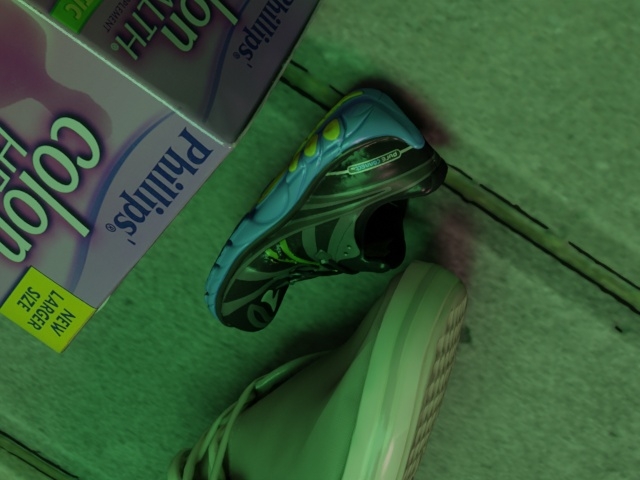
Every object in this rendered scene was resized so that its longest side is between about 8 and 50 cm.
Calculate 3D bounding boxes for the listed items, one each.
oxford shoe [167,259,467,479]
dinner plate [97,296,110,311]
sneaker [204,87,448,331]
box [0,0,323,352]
[{"bbox_3d":[-0.027,0.152,1.124,0.130,0.169,0.449,28,145,2],"label":"oxford shoe"},{"bbox_3d":[-0.180,-0.006,1.147,0.141,0.017,0.141,15,137,14],"label":"dinner plate"},{"bbox_3d":[0.000,0.000,1.016,0.078,0.067,0.188,39,136,-4],"label":"sneaker"},{"bbox_3d":[-0.163,-0.095,0.968,0.243,0.117,0.213,35,139,-9],"label":"box"}]
